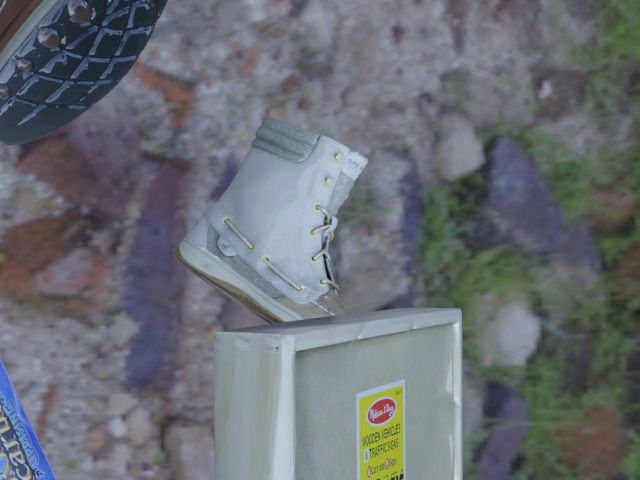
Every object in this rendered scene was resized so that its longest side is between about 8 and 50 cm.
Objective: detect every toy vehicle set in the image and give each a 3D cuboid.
[{"bbox_3d":[0.017,0.120,0.883,0.267,0.035,0.166,0,90,-70],"label":"toy vehicle set"}]

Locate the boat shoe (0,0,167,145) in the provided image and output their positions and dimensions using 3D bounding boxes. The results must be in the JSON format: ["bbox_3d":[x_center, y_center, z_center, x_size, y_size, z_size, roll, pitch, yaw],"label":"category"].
[{"bbox_3d":[-0.195,-0.225,1.494,0.324,0.120,0.122,-52,148,-12],"label":"boat shoe"}]

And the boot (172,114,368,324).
[{"bbox_3d":[0.000,0.000,1.538,0.165,0.213,0.077,-58,162,-7],"label":"boot"}]

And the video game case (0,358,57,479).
[{"bbox_3d":[-0.286,0.128,1.119,0.061,0.244,0.269,-42,117,-48],"label":"video game case"}]
